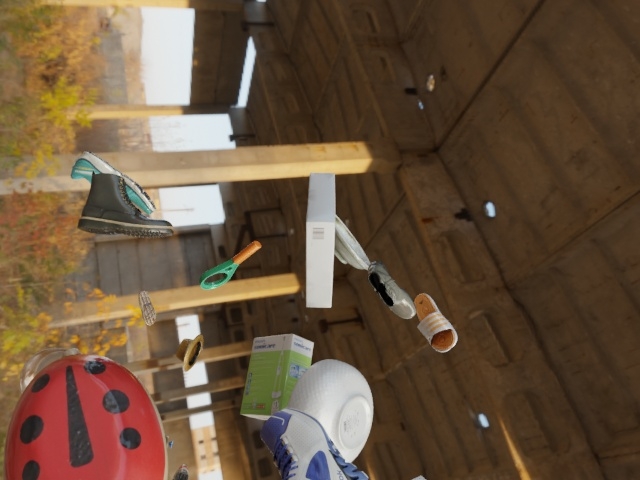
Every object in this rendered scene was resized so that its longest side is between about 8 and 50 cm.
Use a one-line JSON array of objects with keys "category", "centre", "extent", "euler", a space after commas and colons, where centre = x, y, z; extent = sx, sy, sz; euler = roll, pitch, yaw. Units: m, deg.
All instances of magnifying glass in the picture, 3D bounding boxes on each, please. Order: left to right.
[{"category": "magnifying glass", "centre": [-0.262, 0.075, 1.494], "extent": [0.231, 0.092, 0.026], "euler": [-39, -117, 21]}]

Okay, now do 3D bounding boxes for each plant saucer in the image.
[{"category": "plant saucer", "centre": [-0.844, 0.492, 1.720], "extent": [0.050, 0.311, 0.310], "euler": [-62, 151, -75]}, {"category": "plant saucer", "centre": [0.103, 0.006, 2.586], "extent": [0.400, 0.101, 0.400], "euler": [51, 10, -12]}]

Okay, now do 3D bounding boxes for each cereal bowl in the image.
[{"category": "cereal bowl", "centre": [0.056, 0.546, 1.585], "extent": [0.141, 0.339, 0.338], "euler": [2, -81, 42]}]

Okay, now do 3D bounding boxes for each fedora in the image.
[{"category": "fedora", "centre": [-0.606, 0.505, 2.358], "extent": [0.194, 0.079, 0.194], "euler": [20, 90, -82]}]

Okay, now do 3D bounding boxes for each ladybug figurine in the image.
[{"category": "ladybug figurine", "centre": [-0.473, 0.411, 1.033], "extent": [0.449, 0.305, 0.161], "euler": [60, -27, 28]}]

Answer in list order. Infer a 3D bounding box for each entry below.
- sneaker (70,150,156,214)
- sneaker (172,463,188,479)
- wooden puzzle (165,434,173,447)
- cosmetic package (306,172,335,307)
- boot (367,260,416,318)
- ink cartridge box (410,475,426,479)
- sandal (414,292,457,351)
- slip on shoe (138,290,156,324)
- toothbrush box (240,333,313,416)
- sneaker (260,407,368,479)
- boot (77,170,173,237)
[{"category": "sneaker", "centre": [-0.639, -0.162, 1.604], "extent": [0.109, 0.275, 0.107], "euler": [-56, -168, -4]}, {"category": "sneaker", "centre": [-0.537, 0.922, 1.942], "extent": [0.075, 0.057, 0.161], "euler": [-138, -110, -78]}, {"category": "wooden puzzle", "centre": [-0.597, 0.756, 1.930], "extent": [0.117, 0.014, 0.078], "euler": [14, -82, 29]}, {"category": "cosmetic package", "centre": [0.000, 0.000, 1.766], "extent": [0.284, 0.098, 0.377], "euler": [-91, -178, -50]}, {"category": "boot", "centre": [0.229, 0.188, 1.703], "extent": [0.246, 0.084, 0.161], "euler": [52, 16, -9]}, {"category": "ink cartridge box", "centre": [0.329, 0.951, 1.898], "extent": [0.063, 0.151, 0.109], "euler": [26, -65, 50]}, {"category": "sandal", "centre": [0.378, 0.280, 1.807], "extent": [0.102, 0.076, 0.265], "euler": [-47, -143, 17]}, {"category": "slip on shoe", "centre": [-0.681, 0.263, 2.012], "extent": [0.041, 0.052, 0.135], "euler": [-13, -85, 53]}, {"category": "toothbrush box", "centre": [-0.155, 0.494, 1.854], "extent": [0.206, 0.122, 0.282], "euler": [-15, -123, 38]}, {"category": "sneaker", "centre": [-0.042, 0.498, 1.103], "extent": [0.316, 0.182, 0.127], "euler": [32, -68, 36]}, {"category": "boot", "centre": [-0.416, -0.081, 1.124], "extent": [0.077, 0.198, 0.136], "euler": [128, -33, -73]}]
